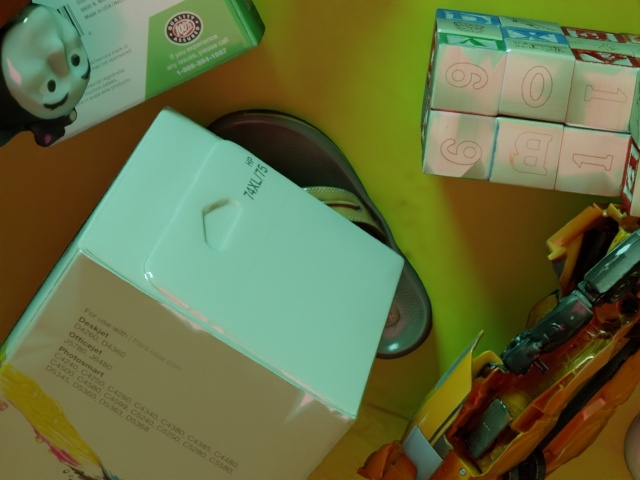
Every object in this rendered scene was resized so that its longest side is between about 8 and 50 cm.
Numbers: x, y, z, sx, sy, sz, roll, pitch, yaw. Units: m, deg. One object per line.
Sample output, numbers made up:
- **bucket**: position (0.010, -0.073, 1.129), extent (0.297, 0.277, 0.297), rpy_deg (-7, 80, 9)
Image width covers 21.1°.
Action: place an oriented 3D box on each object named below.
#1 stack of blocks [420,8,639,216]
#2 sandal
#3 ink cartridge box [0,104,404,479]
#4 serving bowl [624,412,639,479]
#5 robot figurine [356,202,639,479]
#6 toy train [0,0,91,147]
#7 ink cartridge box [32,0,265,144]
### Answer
- **stack of blocks**: position (0.216, -0.076, 1.110), extent (0.297, 0.171, 0.087), rpy_deg (7, 107, 1)
- **sandal**: position (0.000, 0.000, 1.199), extent (0.090, 0.060, 0.219), rpy_deg (-33, 103, 11)
- **ink cartridge box**: position (-0.108, 0.095, 1.128), extent (0.197, 0.198, 0.270), rpy_deg (33, 122, -7)
- **serving bowl**: position (0.264, 0.156, 1.253), extent (0.083, 0.027, 0.083), rpy_deg (1, 106, 2)
- **robot figurine**: position (0.159, 0.080, 1.156), extent (0.085, 0.211, 0.291), rpy_deg (48, 114, 25)
- **toy train**: position (-0.292, -0.125, 1.080), extent (0.334, 0.142, 0.190), rpy_deg (-8, 123, 34)
- **ink cartridge box**: position (-0.156, -0.197, 1.129), extent (0.160, 0.092, 0.219), rpy_deg (-24, 103, 10)
